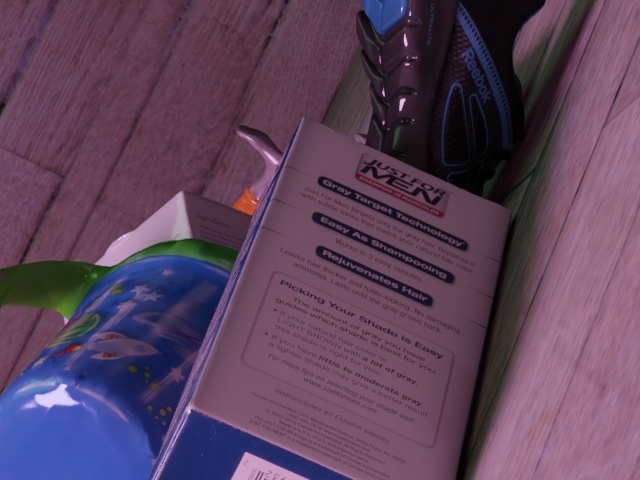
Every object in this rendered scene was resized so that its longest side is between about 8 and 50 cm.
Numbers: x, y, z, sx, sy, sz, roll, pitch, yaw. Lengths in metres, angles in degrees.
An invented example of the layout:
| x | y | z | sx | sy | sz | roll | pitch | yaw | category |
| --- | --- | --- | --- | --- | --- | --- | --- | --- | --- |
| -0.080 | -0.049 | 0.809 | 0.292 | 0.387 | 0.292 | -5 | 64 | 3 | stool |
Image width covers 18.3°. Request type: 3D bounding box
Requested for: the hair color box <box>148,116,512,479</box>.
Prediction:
| x | y | z | sx | sy | sz | roll | pitch | yaw | category |
| --- | --- | --- | --- | --- | --- | --- | --- | --- | --- |
| 0.013 | 0.073 | 1.331 | 0.347 | 0.174 | 0.105 | -70 | 6 | -54 | hair color box |

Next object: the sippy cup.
| x | y | z | sx | sy | sz | roll | pitch | yaw | category |
| --- | --- | --- | --- | --- | --- | --- | --- | --- | --- |
| -0.138 | 0.142 | 1.547 | 0.224 | 0.305 | 0.240 | -36 | -57 | -58 | sippy cup |

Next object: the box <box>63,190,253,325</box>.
| x | y | z | sx | sy | sz | roll | pitch | yaw | category |
| --- | --- | --- | --- | --- | --- | --- | --- | --- | --- |
| -0.103 | 0.070 | 1.755 | 0.181 | 0.182 | 0.119 | -38 | 50 | 32 | box |

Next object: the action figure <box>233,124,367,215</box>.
| x | y | z | sx | sy | sz | roll | pitch | yaw | category |
| --- | --- | --- | --- | --- | --- | --- | --- | --- | --- |
| -0.064 | 0.057 | 1.958 | 0.341 | 0.178 | 0.330 | -10 | -59 | -61 | action figure |

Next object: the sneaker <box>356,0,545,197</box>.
| x | y | z | sx | sy | sz | roll | pitch | yaw | category |
| --- | --- | --- | --- | --- | --- | --- | --- | --- | --- |
| 0.097 | -0.062 | 1.557 | 0.125 | 0.139 | 0.341 | -139 | 54 | -61 | sneaker |

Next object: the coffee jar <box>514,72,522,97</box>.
| x | y | z | sx | sy | sz | roll | pitch | yaw | category |
| --- | --- | --- | --- | --- | --- | --- | --- | --- | --- |
| 0.113 | -0.101 | 1.715 | 0.096 | 0.079 | 0.184 | -65 | 5 | -12 | coffee jar |
